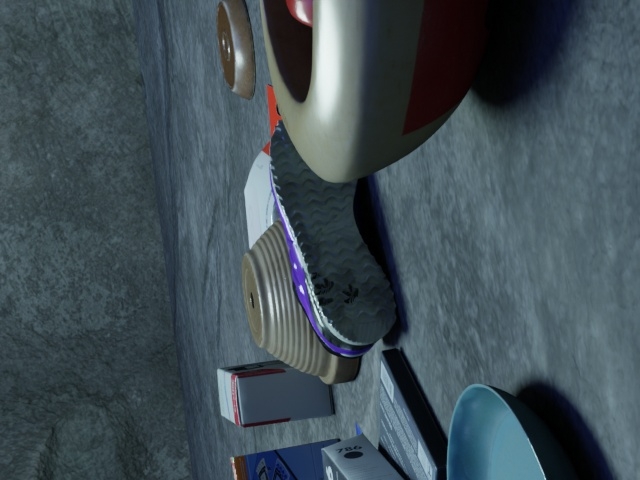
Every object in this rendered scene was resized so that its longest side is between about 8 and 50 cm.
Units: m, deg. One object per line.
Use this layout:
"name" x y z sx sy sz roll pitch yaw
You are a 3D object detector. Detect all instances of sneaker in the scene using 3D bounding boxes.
"sneaker" -0.001 0.000 1.751 0.146 0.102 0.293 109 150 -66

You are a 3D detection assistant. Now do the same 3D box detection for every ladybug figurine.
"ladybug figurine" 0.047 -0.252 1.219 0.305 0.162 0.449 -111 17 -47

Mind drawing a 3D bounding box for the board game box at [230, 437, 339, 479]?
"board game box" -0.023 0.409 2.030 0.027 0.145 0.281 147 115 -76

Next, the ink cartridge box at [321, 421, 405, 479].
"ink cartridge box" 0.061 0.323 1.671 0.333 0.065 0.165 -141 44 -74

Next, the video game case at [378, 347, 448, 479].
"video game case" 0.098 0.282 1.672 0.196 0.026 0.274 -115 20 -53

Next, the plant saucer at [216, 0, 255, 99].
"plant saucer" -0.128 -0.291 2.316 0.168 0.029 0.168 172 90 -77

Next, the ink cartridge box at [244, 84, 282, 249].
"ink cartridge box" -0.067 -0.084 2.116 0.189 0.066 0.232 -140 39 -72

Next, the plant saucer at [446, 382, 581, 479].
"plant saucer" 0.173 0.271 1.281 0.317 0.044 0.317 171 90 -77

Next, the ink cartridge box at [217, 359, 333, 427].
"ink cartridge box" -0.066 0.205 2.125 0.175 0.127 0.072 175 88 -78

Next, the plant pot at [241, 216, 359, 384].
"plant pot" -0.033 0.066 1.930 0.237 0.110 0.237 172 90 -79
